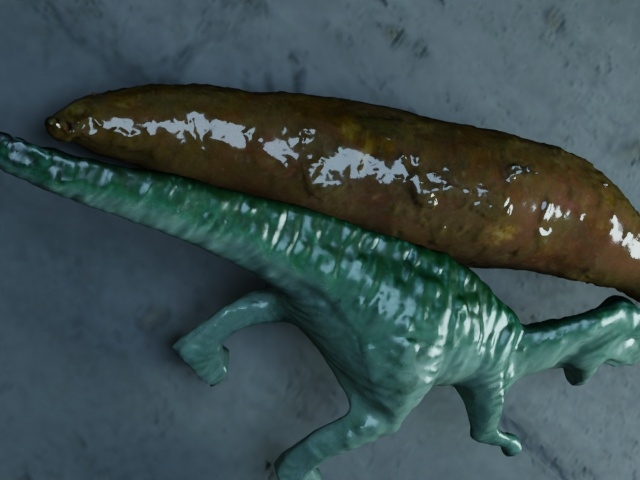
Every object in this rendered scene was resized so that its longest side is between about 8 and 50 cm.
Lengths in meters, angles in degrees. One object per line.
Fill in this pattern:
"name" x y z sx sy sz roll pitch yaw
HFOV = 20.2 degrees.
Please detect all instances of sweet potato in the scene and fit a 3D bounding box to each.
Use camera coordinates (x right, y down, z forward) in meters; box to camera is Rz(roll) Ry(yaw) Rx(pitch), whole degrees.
"sweet potato" 0.036 -0.026 0.766 0.314 0.072 0.066 13 56 -24

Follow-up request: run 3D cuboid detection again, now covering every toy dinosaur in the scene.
"toy dinosaur" -0.025 0.040 0.725 0.383 0.076 0.129 14 115 -33
